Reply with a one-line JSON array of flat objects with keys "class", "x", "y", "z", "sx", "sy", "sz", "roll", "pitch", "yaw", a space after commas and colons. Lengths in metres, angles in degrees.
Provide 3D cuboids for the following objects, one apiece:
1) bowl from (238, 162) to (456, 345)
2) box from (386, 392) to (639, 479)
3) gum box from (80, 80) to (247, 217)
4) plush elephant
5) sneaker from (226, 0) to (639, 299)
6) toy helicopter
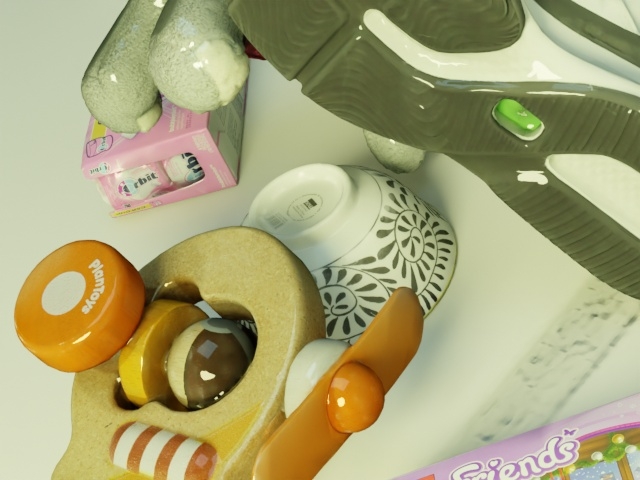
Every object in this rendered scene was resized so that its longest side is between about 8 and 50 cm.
[{"class": "bowl", "x": 0.000, "y": 0.000, "z": 1.142, "sx": 0.170, "sy": 0.080, "sz": 0.170, "roll": -17, "pitch": 38, "yaw": 14}, {"class": "box", "x": 0.170, "y": 0.170, "z": 0.859, "sx": 0.293, "sy": 0.057, "sz": 0.201, "roll": -21, "pitch": 37, "yaw": 10}, {"class": "gum box", "x": -0.121, "y": -0.104, "z": 1.350, "sx": 0.107, "sy": 0.062, "sz": 0.188, "roll": -16, "pitch": 39, "yaw": 15}, {"class": "plush elephant", "x": 0.021, "y": -0.172, "z": 1.195, "sx": 0.330, "sy": 0.255, "sz": 0.272, "roll": -65, "pitch": 18, "yaw": -16}, {"class": "sneaker", "x": 0.114, "y": -0.174, "z": 1.047, "sx": 0.169, "sy": 0.447, "sz": 0.257, "roll": -42, "pitch": 13, "yaw": 42}, {"class": "toy helicopter", "x": -0.055, "y": 0.144, "z": 0.986, "sx": 0.235, "sy": 0.140, "sz": 0.355, "roll": -16, "pitch": 52, "yaw": 20}]
